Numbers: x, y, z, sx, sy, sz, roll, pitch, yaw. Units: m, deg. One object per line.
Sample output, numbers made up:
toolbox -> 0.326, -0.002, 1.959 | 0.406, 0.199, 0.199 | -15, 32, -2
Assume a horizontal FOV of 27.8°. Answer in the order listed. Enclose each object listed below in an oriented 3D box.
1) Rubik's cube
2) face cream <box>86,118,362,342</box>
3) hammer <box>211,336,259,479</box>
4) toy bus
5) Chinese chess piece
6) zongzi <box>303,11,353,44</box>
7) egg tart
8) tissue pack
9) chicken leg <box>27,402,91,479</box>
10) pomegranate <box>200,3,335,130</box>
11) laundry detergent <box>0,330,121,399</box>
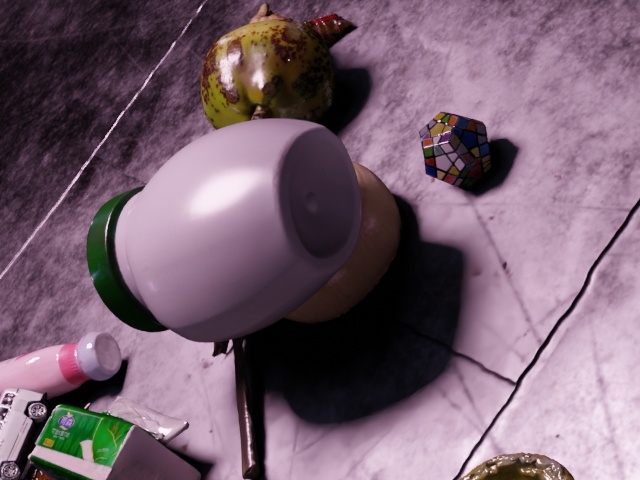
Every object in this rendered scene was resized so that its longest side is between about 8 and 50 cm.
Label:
Rubik's cube -> 0.187, -0.127, 1.791 | 0.111, 0.111, 0.093 | -17, 22, 37
face cream -> -0.128, -0.011, 1.745 | 0.357, 0.219, 0.312 | -17, 50, 39
hammer -> -0.112, 0.208, 1.831 | 0.125, 0.027, 0.297 | -58, 31, 38
toy bus -> -0.491, 0.324, 2.019 | 0.087, 0.089, 0.194 | 105, -178, -53
Chinese chess piece -> 0.000, 0.000, 1.868 | 0.250, 0.103, 0.249 | -28, 42, 29
zongzi -> 0.016, -0.375, 2.254 | 0.083, 0.067, 0.073 | -19, 30, 9
egg tart -> 0.207, 0.320, 1.370 | 0.197, 0.078, 0.197 | -26, 42, 26
tissue pack -> -0.284, 0.301, 1.849 | 0.209, 0.148, 0.156 | 5, 62, 50
chicken leg -> -0.410, 0.364, 1.997 | 0.105, 0.063, 0.234 | -17, 45, 28
pomegranate -> -0.086, -0.291, 2.112 | 0.222, 0.204, 0.276 | -2, 73, 8
laundry detergent -> -0.477, 0.230, 2.138 | 0.335, 0.159, 0.088 | -19, 84, 27
